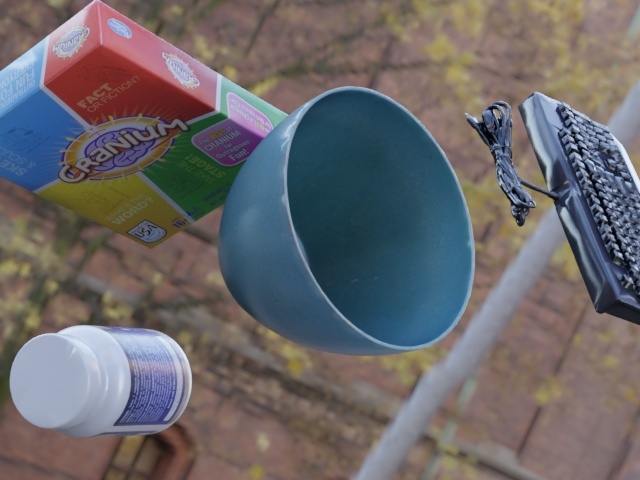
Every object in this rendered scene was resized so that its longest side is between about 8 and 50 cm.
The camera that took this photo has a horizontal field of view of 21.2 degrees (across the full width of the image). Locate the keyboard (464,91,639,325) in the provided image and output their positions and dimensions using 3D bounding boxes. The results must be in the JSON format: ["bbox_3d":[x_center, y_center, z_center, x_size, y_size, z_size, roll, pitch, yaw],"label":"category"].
[{"bbox_3d":[0.237,-0.039,1.558,0.201,0.033,0.317,19,32,-23],"label":"keyboard"}]

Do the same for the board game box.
[{"bbox_3d":[-0.220,-0.121,1.928,0.242,0.064,0.316,-31,-38,28],"label":"board game box"}]

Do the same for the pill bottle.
[{"bbox_3d":[-0.300,0.193,2.337,0.153,0.153,0.265,24,5,24],"label":"pill bottle"}]

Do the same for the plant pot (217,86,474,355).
[{"bbox_3d":[0.000,0.000,1.868,0.290,0.290,0.195,28,-34,-37],"label":"plant pot"}]
